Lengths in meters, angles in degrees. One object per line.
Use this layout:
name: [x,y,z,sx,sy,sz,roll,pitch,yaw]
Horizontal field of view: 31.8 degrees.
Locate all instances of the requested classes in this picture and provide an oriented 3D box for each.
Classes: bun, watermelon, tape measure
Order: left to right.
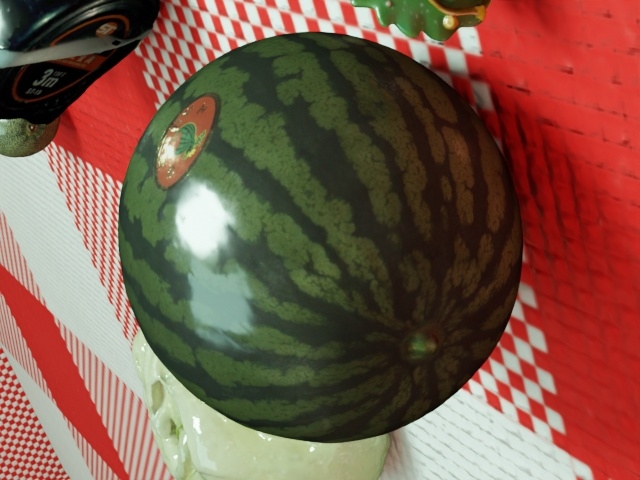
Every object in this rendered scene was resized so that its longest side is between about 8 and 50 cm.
tape measure: [-0.213,-0.171,0.856,0.107,0.181,0.182,53,-170,6]
bun: [-0.065,0.147,0.968,0.259,0.160,0.259,45,156,27]
watermelon: [0.000,0.000,0.577,0.212,0.212,0.212,46,155,30]

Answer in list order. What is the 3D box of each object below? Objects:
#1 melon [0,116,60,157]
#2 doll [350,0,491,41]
melon: [-0.354,-0.147,1.298,0.130,0.098,0.098,39,151,50]
doll: [0.060,-0.150,0.481,0.078,0.077,0.113,31,123,4]
